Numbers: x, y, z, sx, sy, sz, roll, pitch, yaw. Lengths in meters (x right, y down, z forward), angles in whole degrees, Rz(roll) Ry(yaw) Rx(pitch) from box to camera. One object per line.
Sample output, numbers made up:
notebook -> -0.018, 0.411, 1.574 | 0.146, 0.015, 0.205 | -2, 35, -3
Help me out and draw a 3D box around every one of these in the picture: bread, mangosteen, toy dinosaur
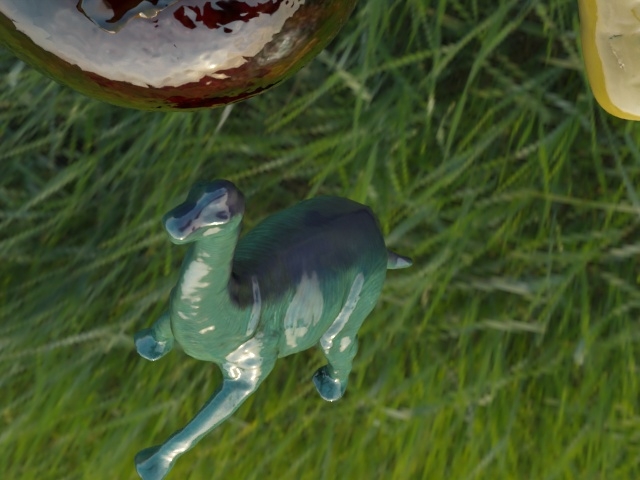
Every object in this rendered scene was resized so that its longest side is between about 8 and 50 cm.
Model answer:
bread -> 0.304, -0.262, 1.603 | 0.091, 0.142, 0.305 | -6, 124, 11
mangosteen -> -0.084, -0.165, 0.753 | 0.236, 0.261, 0.235 | 4, 116, 8
toy dinosaur -> 0.000, 0.000, 1.059 | 0.129, 0.383, 0.331 | 47, 140, 13
